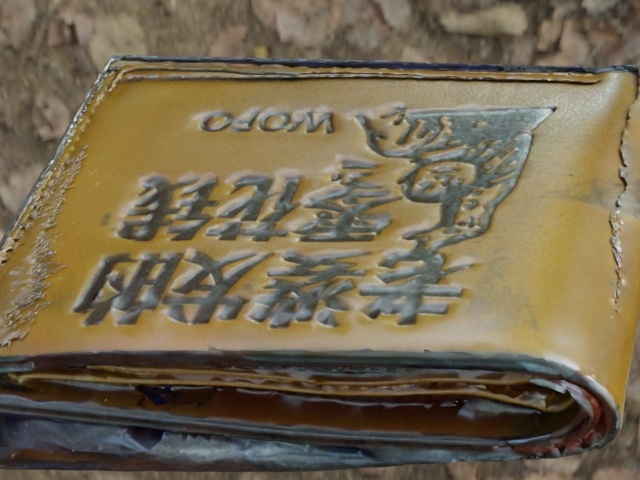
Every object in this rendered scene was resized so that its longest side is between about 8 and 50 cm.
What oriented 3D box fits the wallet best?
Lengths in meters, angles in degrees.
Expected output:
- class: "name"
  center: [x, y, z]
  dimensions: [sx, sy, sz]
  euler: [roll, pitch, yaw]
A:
- class: "wallet"
  center: [-0.001, -0.002, 0.531]
  dimensions: [0.195, 0.042, 0.161]
  euler: [-1, 41, 17]
